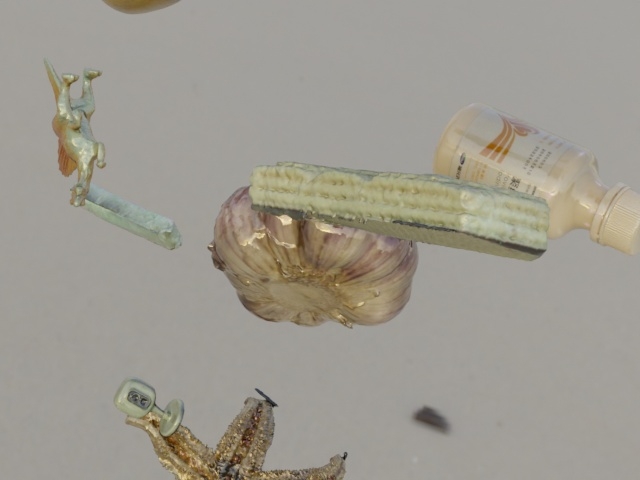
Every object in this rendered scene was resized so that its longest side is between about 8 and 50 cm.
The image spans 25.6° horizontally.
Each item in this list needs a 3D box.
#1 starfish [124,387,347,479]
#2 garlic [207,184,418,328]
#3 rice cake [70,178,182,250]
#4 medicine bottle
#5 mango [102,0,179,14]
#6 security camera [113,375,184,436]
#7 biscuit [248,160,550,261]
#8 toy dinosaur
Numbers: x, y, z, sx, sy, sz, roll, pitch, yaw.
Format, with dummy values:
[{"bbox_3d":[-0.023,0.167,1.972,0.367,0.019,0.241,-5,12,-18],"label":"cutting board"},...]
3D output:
[{"bbox_3d":[-0.137,0.328,1.960,0.312,0.113,0.303,24,59,6],"label":"starfish"},{"bbox_3d":[0.000,0.000,1.593,0.245,0.245,0.160,16,61,3],"label":"garlic"},{"bbox_3d":[-0.268,-0.037,1.956,0.211,0.043,0.034,24,62,36],"label":"rice cake"},{"bbox_3d":[0.256,-0.062,1.591,0.252,0.114,0.114,28,28,26],"label":"medicine bottle"},{"bbox_3d":[-0.168,-0.386,1.655,0.173,0.317,0.211,40,32,-9],"label":"mango"},{"bbox_3d":[-0.233,0.221,1.889,0.092,0.058,0.058,28,17,-29],"label":"security camera"},{"bbox_3d":[0.072,-0.024,1.045,0.150,0.052,0.252,11,0,-37],"label":"biscuit"},{"bbox_3d":[-0.286,-0.129,1.635,0.057,0.142,0.212,3,16,-20],"label":"toy dinosaur"}]
